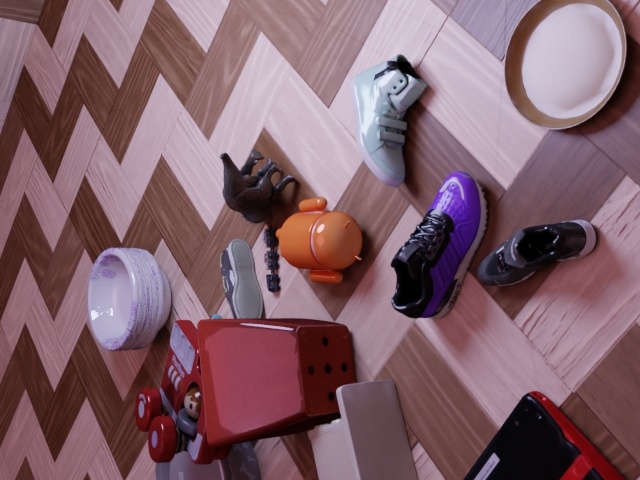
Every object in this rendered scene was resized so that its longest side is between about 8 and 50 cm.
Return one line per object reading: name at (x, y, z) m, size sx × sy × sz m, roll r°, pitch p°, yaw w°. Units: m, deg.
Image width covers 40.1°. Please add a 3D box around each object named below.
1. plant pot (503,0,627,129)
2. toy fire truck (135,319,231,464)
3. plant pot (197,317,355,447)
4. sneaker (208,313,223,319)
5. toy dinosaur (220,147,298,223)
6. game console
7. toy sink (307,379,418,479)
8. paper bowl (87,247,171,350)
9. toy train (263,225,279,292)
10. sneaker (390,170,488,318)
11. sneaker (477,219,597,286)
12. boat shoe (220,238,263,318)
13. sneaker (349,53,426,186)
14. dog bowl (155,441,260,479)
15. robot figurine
plant pot at (0.414, -0.303, 1.477) m, size 0.236 × 0.032 × 0.236 m, roll -2°, pitch 88°, yaw 48°
toy fire truck at (-0.293, 0.345, 1.965) m, size 0.302 × 0.169 × 0.253 m, roll 40°, pitch 121°, yaw 57°
plant pot at (-0.073, 0.282, 1.856) m, size 0.236 × 0.267 × 0.267 m, roll -15°, pitch 78°, yaw 36°
sneaker at (-0.291, 0.261, 2.234) m, size 0.076 × 0.065 × 0.166 m, roll 30°, pitch 109°, yaw 49°
toy dinosaur at (-0.155, -0.115, 1.988) m, size 0.121 × 0.313 × 0.160 m, roll 38°, pitch 95°, yaw 14°
game console at (0.372, 0.504, 1.486) m, size 0.342 × 0.060 × 0.386 m, roll 53°, pitch 125°, yaw 41°
toy sink at (0.077, 0.410, 1.742) m, size 0.131 × 0.153 × 0.234 m, roll -29°, pitch 68°, yaw 45°
paper bowl at (-0.521, 0.162, 2.431) m, size 0.284 × 0.148 × 0.284 m, roll -1°, pitch 88°, yaw 49°
toy train at (-0.117, 0.044, 2.071) m, size 0.036 × 0.027 × 0.158 m, roll -12°, pitch 80°, yaw 59°
sneaker at (0.206, 0.014, 1.613) m, size 0.102 × 0.146 × 0.293 m, roll 29°, pitch 110°, yaw 45°
sneaker at (0.343, 0.020, 1.488) m, size 0.234 × 0.106 × 0.078 m, roll -27°, pitch 68°, yaw 45°
boat shoe at (-0.195, 0.113, 2.119) m, size 0.069 × 0.081 × 0.227 m, roll -35°, pitch 56°, yaw 46°
sneaker at (0.147, -0.243, 1.731) m, size 0.151 × 0.094 × 0.255 m, roll -28°, pitch 70°, yaw 41°
dog bowl at (-0.278, 0.594, 2.175) m, size 0.349 × 0.102 × 0.348 m, roll -4°, pitch 85°, yaw 49°
robot figurine at (0.001, 0.002, 1.864) m, size 0.219 × 0.128 × 0.158 m, roll 0°, pitch 67°, yaw 50°
